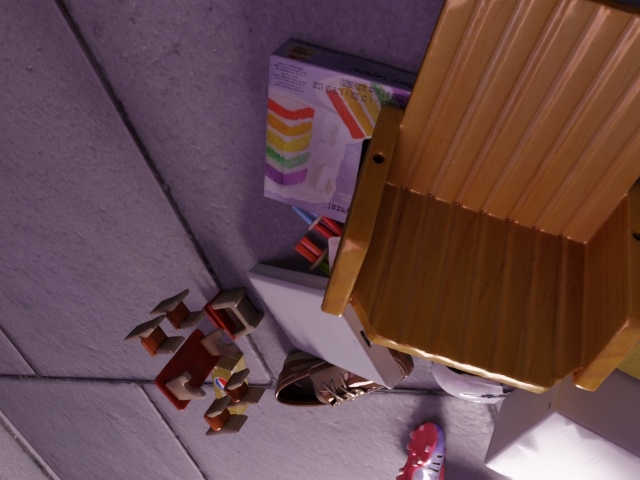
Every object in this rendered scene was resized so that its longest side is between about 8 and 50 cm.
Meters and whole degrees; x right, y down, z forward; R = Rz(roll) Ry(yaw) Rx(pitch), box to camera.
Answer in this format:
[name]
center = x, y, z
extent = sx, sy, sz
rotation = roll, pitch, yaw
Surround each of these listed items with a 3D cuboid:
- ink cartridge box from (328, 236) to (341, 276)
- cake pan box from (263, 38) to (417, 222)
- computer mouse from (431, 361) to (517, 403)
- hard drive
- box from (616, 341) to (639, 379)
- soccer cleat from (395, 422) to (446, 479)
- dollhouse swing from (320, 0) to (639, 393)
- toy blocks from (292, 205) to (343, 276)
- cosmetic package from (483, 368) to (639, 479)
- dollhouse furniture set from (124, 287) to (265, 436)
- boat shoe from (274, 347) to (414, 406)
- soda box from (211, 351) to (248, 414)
[ink cartridge box]
center = 0.111, 0.054, 0.901
extent = 0.198, 0.067, 0.115
rotation = 0, 126, 3
[cake pan box]
center = 0.048, -0.138, 0.838
extent = 0.267, 0.070, 0.245
rotation = 20, 133, 13
[computer mouse]
center = 0.290, 0.273, 1.029
extent = 0.193, 0.042, 0.106
rotation = 16, 131, 18
[hard drive]
center = -0.004, 0.141, 1.007
extent = 0.307, 0.040, 0.203
rotation = 5, 130, 59
[box]
center = 0.483, 0.089, 0.752
extent = 0.058, 0.087, 0.232
rotation = 28, 132, 8
[soccer cleat]
center = 0.229, 0.467, 1.198
extent = 0.095, 0.083, 0.248
rotation = 4, 126, -10
[dollhouse swing]
center = 0.222, -0.050, 0.622
extent = 0.347, 0.315, 0.305
rotation = 18, 150, -1
[toy blocks]
center = 0.000, 0.000, 0.977
extent = 0.148, 0.054, 0.123
rotation = 40, 133, -3
[cosmetic package]
center = 0.409, 0.304, 0.859
extent = 0.225, 0.138, 0.224
rotation = 28, 140, 7
[dollhouse furniture set]
center = -0.230, 0.216, 1.129
extent = 0.135, 0.259, 0.262
rotation = -22, 111, 36
[boat shoe]
center = 0.038, 0.276, 1.121
extent = 0.324, 0.116, 0.123
rotation = -23, 110, 39
[soda box]
center = -0.214, 0.343, 1.354
extent = 0.061, 0.058, 0.181
rotation = 14, 130, 20
